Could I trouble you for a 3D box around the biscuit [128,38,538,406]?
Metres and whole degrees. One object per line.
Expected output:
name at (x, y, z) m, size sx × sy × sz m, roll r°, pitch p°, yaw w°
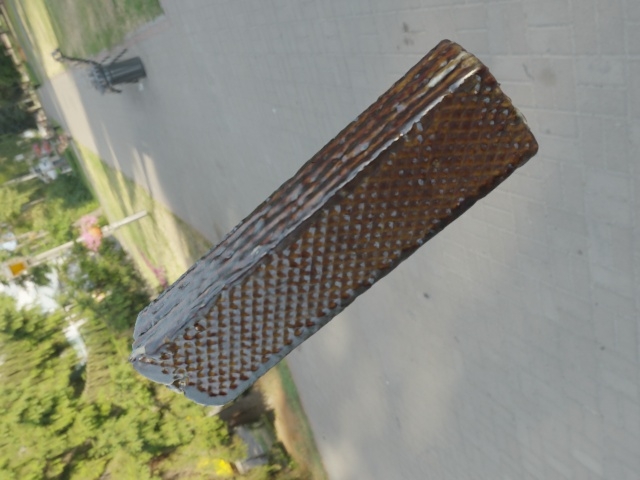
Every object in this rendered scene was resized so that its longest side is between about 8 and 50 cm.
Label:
biscuit at (0.000, 0.000, 0.518) m, size 0.107 × 0.388 × 0.073 m, roll 40°, pitch -165°, yaw -35°
